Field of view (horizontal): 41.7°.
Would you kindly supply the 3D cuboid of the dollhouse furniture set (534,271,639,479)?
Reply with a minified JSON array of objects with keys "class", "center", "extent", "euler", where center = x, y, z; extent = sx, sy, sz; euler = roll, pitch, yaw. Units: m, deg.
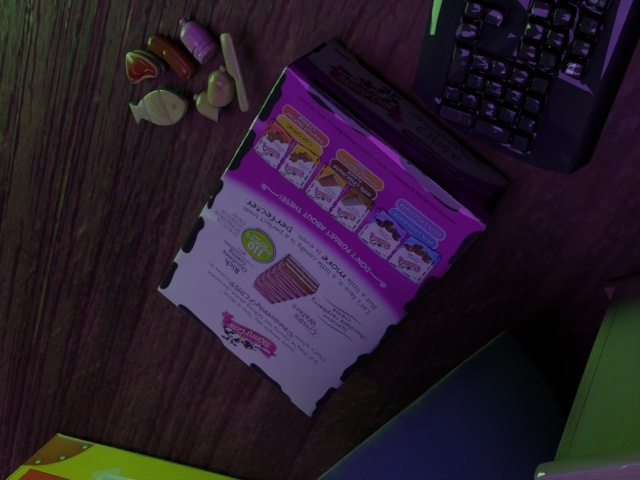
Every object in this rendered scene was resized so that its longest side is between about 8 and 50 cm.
[{"class":"dollhouse furniture set","center":[0.305,0.162,0.438],"extent":[0.286,0.198,0.303],"euler":[-22,105,37]}]

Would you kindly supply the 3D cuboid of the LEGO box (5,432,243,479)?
[{"class":"LEGO box","center":[-0.138,0.394,0.712],"extent":[0.500,0.372,0.193],"euler":[5,119,27]}]

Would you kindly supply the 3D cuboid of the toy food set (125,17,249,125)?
[{"class":"toy food set","center":[-0.100,-0.125,0.621],"extent":[0.122,0.019,0.078],"euler":[6,119,36]}]

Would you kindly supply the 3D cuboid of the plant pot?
[{"class":"plant pot","center":[0.069,0.222,0.523],"extent":[0.195,0.290,0.290],"euler":[50,130,13]}]

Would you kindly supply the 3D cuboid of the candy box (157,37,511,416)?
[{"class":"candy box","center":[0.000,0.000,0.600],"extent":[0.159,0.071,0.233],"euler":[40,128,4]}]

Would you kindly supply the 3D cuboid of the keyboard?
[{"class":"keyboard","center":[0.167,-0.175,0.431],"extent":[0.201,0.033,0.317],"euler":[22,126,17]}]
